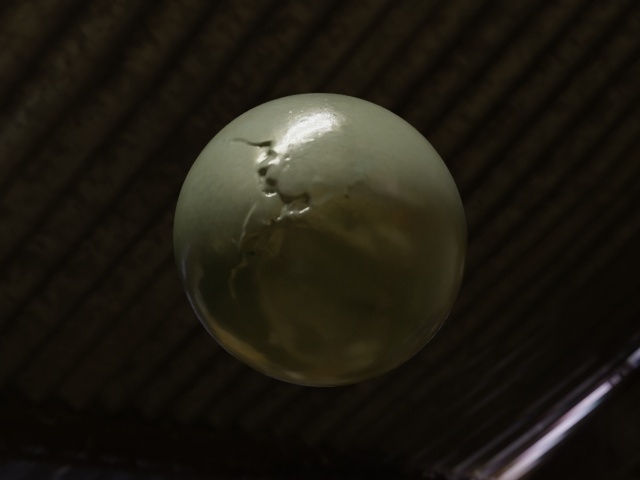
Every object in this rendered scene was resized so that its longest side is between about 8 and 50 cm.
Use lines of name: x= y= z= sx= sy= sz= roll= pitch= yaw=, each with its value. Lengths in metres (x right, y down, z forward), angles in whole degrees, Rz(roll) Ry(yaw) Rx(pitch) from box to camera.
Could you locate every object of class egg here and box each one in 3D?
egg: x=0.000 y=0.000 z=0.604 sx=0.114 sy=0.114 sz=0.152 roll=-39 pitch=-15 yaw=4
